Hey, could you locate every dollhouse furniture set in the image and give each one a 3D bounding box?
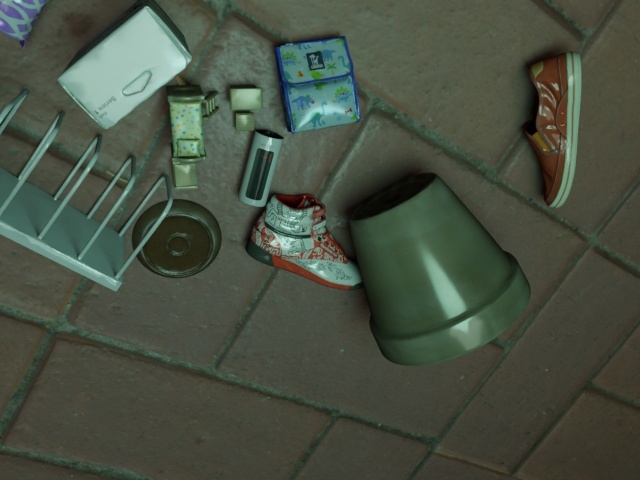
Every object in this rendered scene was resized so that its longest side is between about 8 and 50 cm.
[{"bbox_3d":[-0.178,-0.169,0.989,0.161,0.101,0.182,-5,117,-14],"label":"dollhouse furniture set"}]

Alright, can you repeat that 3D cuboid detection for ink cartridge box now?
[{"bbox_3d":[-0.283,-0.271,0.841,0.160,0.219,0.092,-38,120,4],"label":"ink cartridge box"}]

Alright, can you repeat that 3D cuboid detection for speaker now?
[{"bbox_3d":[-0.111,-0.134,1.054,0.055,0.055,0.136,10,112,-21],"label":"speaker"}]

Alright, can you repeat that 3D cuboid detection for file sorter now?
[{"bbox_3d":[-0.403,-0.089,0.914,0.278,0.193,0.173,33,100,-27],"label":"file sorter"}]

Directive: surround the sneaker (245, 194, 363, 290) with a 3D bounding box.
[{"bbox_3d":[0.000,0.000,1.132,0.270,0.090,0.145,19,111,-21],"label":"sneaker"}]

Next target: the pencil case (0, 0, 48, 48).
[{"bbox_3d":[-0.413,-0.389,0.828,0.206,0.086,0.088,-45,146,10],"label":"pencil case"}]

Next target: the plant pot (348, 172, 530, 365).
[{"bbox_3d":[0.198,0.035,1.109,0.323,0.323,0.280,-30,104,0],"label":"plant pot"}]

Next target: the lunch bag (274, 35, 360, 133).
[{"bbox_3d":[-0.006,-0.273,1.000,0.129,0.096,0.151,-11,104,-8],"label":"lunch bag"}]

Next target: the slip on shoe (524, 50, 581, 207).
[{"bbox_3d":[0.471,-0.216,1.165,0.101,0.123,0.331,0,126,20],"label":"slip on shoe"}]

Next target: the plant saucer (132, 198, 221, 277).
[{"bbox_3d":[-0.273,0.004,1.089,0.168,0.029,0.168,-6,116,-13],"label":"plant saucer"}]
